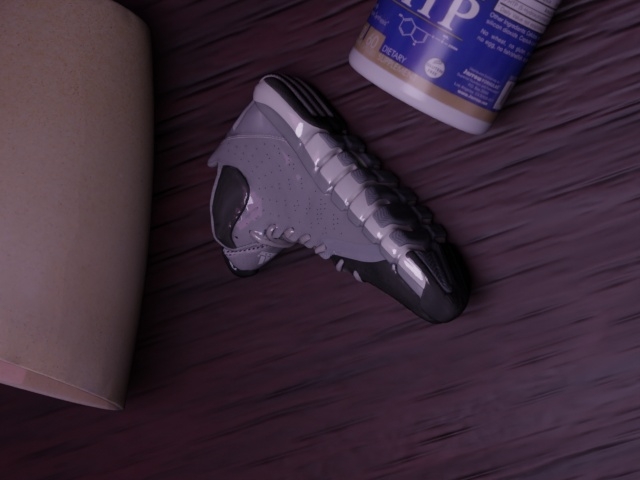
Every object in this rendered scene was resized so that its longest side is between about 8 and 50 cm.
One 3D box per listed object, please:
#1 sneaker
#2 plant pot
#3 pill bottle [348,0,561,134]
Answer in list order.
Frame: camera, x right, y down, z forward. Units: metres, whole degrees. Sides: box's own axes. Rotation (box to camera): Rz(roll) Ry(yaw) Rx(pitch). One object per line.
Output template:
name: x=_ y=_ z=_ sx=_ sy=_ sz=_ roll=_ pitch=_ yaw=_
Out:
sneaker: x=0.000 y=0.000 z=1.334 sx=0.132 sy=0.086 sz=0.228 roll=-47 pitch=66 yaw=20
plant pot: x=-0.223 y=-0.044 z=1.343 sx=0.256 sy=0.256 sz=0.274 roll=13 pitch=78 yaw=20
pill bottle: x=0.109 y=-0.177 z=1.267 sx=0.112 sy=0.112 sz=0.186 roll=31 pitch=101 yaw=17
